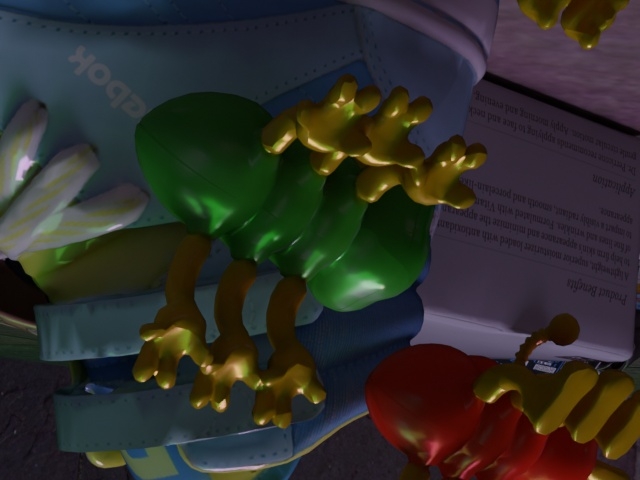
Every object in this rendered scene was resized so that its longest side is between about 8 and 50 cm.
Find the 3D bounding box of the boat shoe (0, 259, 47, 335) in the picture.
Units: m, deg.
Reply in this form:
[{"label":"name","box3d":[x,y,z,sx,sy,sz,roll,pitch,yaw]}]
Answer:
[{"label":"boat shoe","box3d":[-0.237,0.045,1.349,0.285,0.104,0.089,6,174,-2]}]

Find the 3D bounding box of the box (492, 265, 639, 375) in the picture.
[{"label":"box","box3d":[0.130,0.053,1.146,0.175,0.051,0.220,13,161,4]}]

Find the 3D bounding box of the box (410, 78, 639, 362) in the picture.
[{"label":"box","box3d":[0.042,-0.007,0.775,0.182,0.119,0.181,-3,168,45]}]

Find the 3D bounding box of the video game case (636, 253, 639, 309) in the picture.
[{"label":"video game case","box3d":[0.271,0.028,1.195,0.285,0.025,0.204,13,168,-43]}]

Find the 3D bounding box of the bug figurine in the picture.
[{"label":"bug figurine","box3d":[0.073,-0.033,0.400,0.216,0.279,0.072,27,-161,-39]}]

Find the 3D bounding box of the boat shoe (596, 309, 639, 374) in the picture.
[{"label":"boat shoe","box3d":[0.225,0.090,1.403,0.112,0.095,0.335,0,170,33]}]

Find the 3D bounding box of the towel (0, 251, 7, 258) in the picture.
[{"label":"towel","box3d":[-0.168,-0.028,0.615,0.248,0.038,0.325,9,-162,44]}]

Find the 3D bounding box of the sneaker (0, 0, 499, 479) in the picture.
[{"label":"sneaker","box3d":[-0.083,-0.020,0.452,0.319,0.208,0.127,11,170,-31]}]

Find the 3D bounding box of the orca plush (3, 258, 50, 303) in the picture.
[{"label":"orca plush","box3d":[-0.159,0.018,1.123,0.287,0.102,0.151,-2,169,40]}]
